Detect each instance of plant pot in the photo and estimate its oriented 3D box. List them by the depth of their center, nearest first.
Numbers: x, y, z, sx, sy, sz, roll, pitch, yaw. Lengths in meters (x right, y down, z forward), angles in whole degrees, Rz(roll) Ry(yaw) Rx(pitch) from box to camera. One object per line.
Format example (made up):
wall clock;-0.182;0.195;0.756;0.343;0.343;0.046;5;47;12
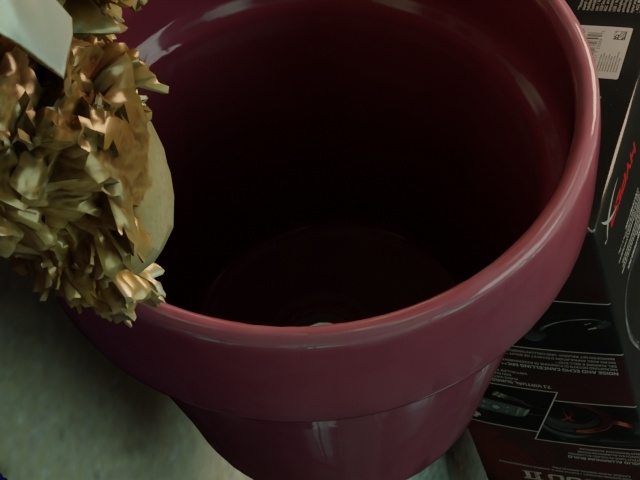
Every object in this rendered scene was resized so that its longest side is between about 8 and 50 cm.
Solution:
plant pot;0.000;0.000;0.668;0.180;0.201;0.201;82;25;-56

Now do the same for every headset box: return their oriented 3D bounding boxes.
headset box;0.146;-0.006;0.971;0.293;0.110;0.218;65;38;-49

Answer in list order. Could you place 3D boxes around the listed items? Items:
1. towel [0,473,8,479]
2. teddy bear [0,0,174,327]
towel;-0.131;0.167;0.534;0.308;0.076;0.227;62;41;-46
teddy bear;-0.143;-0.072;0.436;0.338;0.113;0.245;-19;101;-63
